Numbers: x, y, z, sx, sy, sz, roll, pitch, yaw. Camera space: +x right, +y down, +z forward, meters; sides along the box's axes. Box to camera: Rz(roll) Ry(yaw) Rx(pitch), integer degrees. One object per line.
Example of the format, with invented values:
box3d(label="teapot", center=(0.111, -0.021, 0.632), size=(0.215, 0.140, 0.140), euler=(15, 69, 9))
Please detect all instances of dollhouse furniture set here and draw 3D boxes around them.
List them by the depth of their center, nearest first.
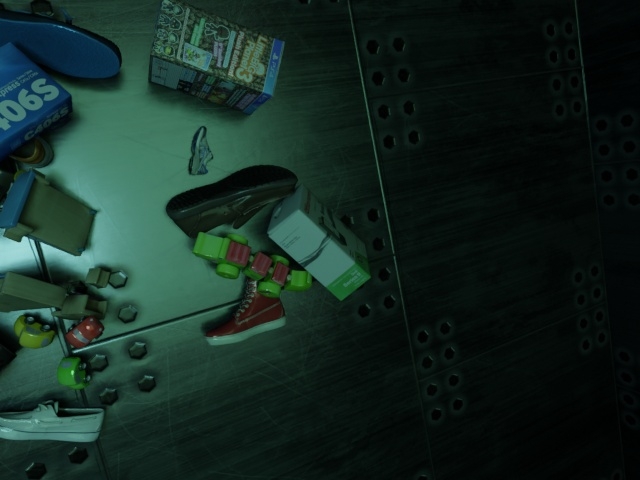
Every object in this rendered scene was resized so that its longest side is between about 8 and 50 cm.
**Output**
box3d(label="dollhouse furniture set", center=(-0.677, 0.020, 1.072), size=(0.286, 0.198, 0.303), euler=(43, 45, -57))

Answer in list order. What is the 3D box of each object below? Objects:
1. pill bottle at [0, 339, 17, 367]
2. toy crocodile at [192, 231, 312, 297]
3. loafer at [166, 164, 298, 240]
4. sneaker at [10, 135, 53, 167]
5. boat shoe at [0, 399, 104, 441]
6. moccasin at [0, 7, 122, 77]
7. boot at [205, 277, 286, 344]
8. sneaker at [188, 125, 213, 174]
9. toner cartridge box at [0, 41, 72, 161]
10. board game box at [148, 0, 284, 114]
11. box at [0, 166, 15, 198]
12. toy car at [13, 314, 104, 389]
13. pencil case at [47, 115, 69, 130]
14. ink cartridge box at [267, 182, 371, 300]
box3d(label="pill bottle", center=(-0.826, 0.316, 0.993), size=(0.122, 0.123, 0.219), euler=(52, 60, -17))
box3d(label="toy crocodile", center=(-0.181, 0.066, 1.202), size=(0.341, 0.105, 0.115), euler=(26, 63, -20))
box3d(label="loafer", center=(-0.236, -0.108, 1.230), size=(0.366, 0.133, 0.130), euler=(-18, 128, -11))
box3d(label="sneaker", center=(-0.757, -0.283, 0.992), size=(0.290, 0.123, 0.105), euler=(37, 82, -19))
box3d(label="boat shoe", center=(-0.684, 0.446, 1.100), size=(0.258, 0.095, 0.084), euler=(19, 83, -33))
box3d(label="moccasin", center=(-0.639, -0.483, 1.012), size=(0.342, 0.116, 0.137), euler=(12, 134, -19))
box3d(label="boot", center=(-0.227, 0.191, 1.264), size=(0.245, 0.088, 0.176), euler=(-16, 100, -28))
box3d(label="sneaker", center=(-0.327, -0.247, 1.213), size=(0.058, 0.052, 0.135), euler=(7, 99, -32))
box3d(label="toner cartridge box", center=(-0.714, -0.246, 0.900), size=(0.165, 0.075, 0.347), euler=(41, 60, -9))
box3d(label="board game box", center=(-0.273, -0.454, 1.116), size=(0.291, 0.232, 0.141), euler=(12, 89, -23))
box3d(label="box", center=(-0.863, -0.183, 0.944), size=(0.311, 0.148, 0.121), euler=(34, 80, -22))
box3d(label="toy car", center=(-0.633, 0.289, 1.082), size=(0.239, 0.053, 0.224), euler=(-1, 114, 10))
box3d(label="pencil case", center=(-0.677, -0.342, 1.050), size=(0.070, 0.065, 0.151), euler=(-40, 107, -32))
box3d(label="ink cartridge box", center=(0.000, 0.000, 1.259), size=(0.122, 0.211, 0.289), euler=(-40, 111, 18))
